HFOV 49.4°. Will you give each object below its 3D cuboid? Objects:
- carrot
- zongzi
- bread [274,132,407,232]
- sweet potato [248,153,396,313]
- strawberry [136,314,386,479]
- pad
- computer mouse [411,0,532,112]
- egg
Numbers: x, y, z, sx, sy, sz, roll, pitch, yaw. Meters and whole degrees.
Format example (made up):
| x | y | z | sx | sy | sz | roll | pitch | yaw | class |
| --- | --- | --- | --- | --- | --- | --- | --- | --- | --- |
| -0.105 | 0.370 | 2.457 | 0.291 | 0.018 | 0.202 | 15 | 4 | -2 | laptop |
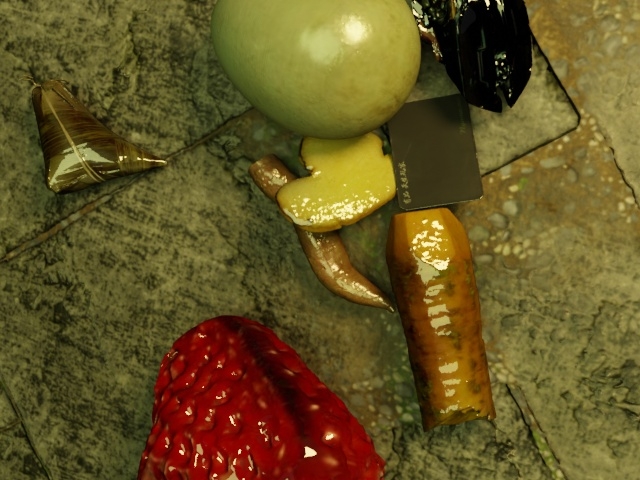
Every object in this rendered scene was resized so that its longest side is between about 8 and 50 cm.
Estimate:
| x | y | z | sx | sy | sz | roll | pitch | yaw | class |
| --- | --- | --- | --- | --- | --- | --- | --- | --- | --- |
| 0.158 | 0.107 | 0.920 | 0.114 | 0.114 | 0.301 | -11 | 92 | 16 | carrot |
| -0.341 | -0.177 | 1.060 | 0.184 | 0.084 | 0.187 | -15 | 85 | 2 | zongzi |
| 0.016 | -0.083 | 0.949 | 0.188 | 0.065 | 0.149 | -31 | 76 | -18 | bread |
| 0.000 | 0.000 | 0.981 | 0.067 | 0.059 | 0.281 | -34 | 86 | -3 | sweet potato |
| -0.098 | 0.271 | 0.946 | 0.317 | 0.295 | 0.345 | -46 | 47 | 30 | strawberry |
| 0.151 | -0.119 | 0.928 | 0.112 | 0.003 | 0.157 | -9 | 72 | 8 | pad |
| 0.198 | -0.277 | 0.871 | 0.147 | 0.077 | 0.241 | -24 | 101 | -11 | computer mouse |
| -0.014 | -0.250 | 0.888 | 0.295 | 0.218 | 0.218 | 29 | 101 | 23 | egg |
